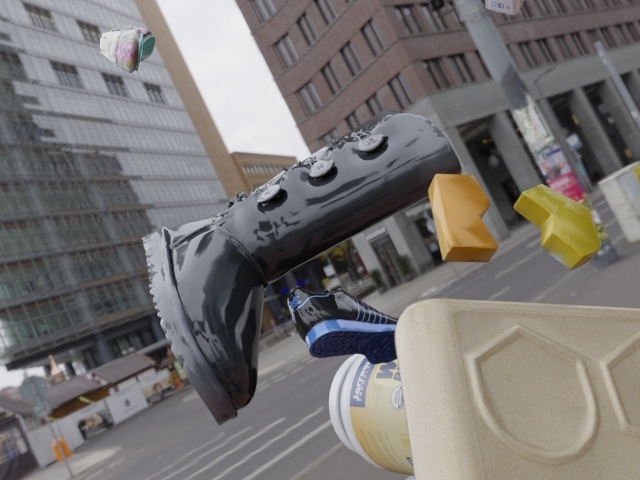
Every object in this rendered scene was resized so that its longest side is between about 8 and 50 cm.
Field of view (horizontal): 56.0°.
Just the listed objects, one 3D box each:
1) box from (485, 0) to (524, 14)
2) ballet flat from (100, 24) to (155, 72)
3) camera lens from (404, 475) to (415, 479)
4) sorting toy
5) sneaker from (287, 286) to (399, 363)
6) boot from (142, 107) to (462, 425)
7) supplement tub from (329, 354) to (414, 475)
[{"bbox_3d":[0.307,-0.526,0.851,0.232,0.058,0.322,-56,-27,-19],"label":"box"},{"bbox_3d":[-0.349,-0.350,1.079,0.079,0.077,0.221,13,21,-14],"label":"ballet flat"},{"bbox_3d":[0.245,0.630,1.229,0.219,0.274,0.219,-33,-17,-12],"label":"camera lens"},{"bbox_3d":[0.160,0.094,0.356,0.228,0.308,0.041,2,-34,-9],"label":"sorting toy"},{"bbox_3d":[0.051,0.113,0.840,0.081,0.090,0.232,-47,-37,21],"label":"sneaker"},{"bbox_3d":[-0.001,-0.001,0.815,0.444,0.146,0.367,-26,40,-8],"label":"boot"},{"bbox_3d":[0.177,0.274,1.000,0.228,0.229,0.316,-23,2,-34],"label":"supplement tub"}]
